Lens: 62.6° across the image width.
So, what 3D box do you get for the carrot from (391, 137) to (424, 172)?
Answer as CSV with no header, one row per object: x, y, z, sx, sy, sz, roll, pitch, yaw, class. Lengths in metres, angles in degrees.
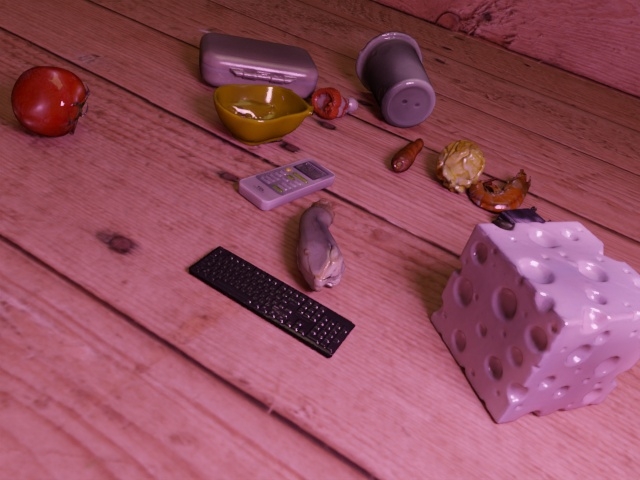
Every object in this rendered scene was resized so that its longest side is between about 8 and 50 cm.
0.257,-0.252,1.529,0.059,0.059,0.248,25,33,12,carrot

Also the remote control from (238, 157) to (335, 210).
-0.077,-0.139,1.265,0.103,0.034,0.250,37,40,27,remote control

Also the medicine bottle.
-0.203,-0.567,1.712,0.375,0.123,0.282,3,39,-17,medicine bottle

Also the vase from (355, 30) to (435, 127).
0.265,-0.522,1.769,0.245,0.245,0.291,4,46,-17,vase

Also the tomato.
-0.615,-0.319,1.195,0.167,0.167,0.167,10,36,-8,tomato

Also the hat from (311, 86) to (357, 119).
0.057,-0.432,1.684,0.162,0.093,0.112,-2,46,-52,hat

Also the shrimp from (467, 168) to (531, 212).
0.512,-0.143,1.477,0.150,0.068,0.249,34,44,31,shrimp

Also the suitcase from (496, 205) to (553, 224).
0.513,-0.041,1.340,0.126,0.059,0.086,-6,40,-27,suitcase

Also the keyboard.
-0.088,0.102,0.952,0.310,0.018,0.101,29,38,17,keyboard

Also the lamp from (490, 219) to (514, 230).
0.448,0.027,1.190,0.101,0.101,0.250,5,35,-15,lamp

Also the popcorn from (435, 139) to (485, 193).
0.385,-0.211,1.455,0.162,0.135,0.141,-9,49,-28,popcorn

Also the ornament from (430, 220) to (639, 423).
0.380,0.130,0.909,0.240,0.239,0.239,-2,38,-22,ornament

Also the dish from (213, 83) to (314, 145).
-0.162,-0.333,1.429,0.262,0.108,0.221,-15,46,-34,dish

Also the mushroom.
-0.002,0.000,1.062,0.096,0.099,0.278,12,32,-15,mushroom
